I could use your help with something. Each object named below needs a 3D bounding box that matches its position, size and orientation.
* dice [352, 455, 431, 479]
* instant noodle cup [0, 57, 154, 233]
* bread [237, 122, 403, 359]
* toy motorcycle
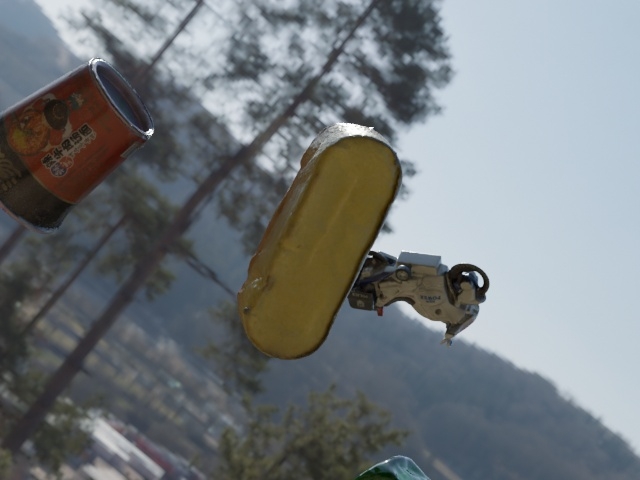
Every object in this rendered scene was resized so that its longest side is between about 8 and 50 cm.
[{"bbox_3d":[0.082,0.327,1.296,0.128,0.120,0.131,53,10,24],"label":"dice"},{"bbox_3d":[-0.230,-0.092,1.051,0.127,0.135,0.127,53,13,-18],"label":"instant noodle cup"},{"bbox_3d":[0.000,0.000,1.152,0.102,0.246,0.094,23,8,-13],"label":"bread"},{"bbox_3d":[0.142,0.081,1.717,0.221,0.102,0.150,8,-50,19],"label":"toy motorcycle"}]
